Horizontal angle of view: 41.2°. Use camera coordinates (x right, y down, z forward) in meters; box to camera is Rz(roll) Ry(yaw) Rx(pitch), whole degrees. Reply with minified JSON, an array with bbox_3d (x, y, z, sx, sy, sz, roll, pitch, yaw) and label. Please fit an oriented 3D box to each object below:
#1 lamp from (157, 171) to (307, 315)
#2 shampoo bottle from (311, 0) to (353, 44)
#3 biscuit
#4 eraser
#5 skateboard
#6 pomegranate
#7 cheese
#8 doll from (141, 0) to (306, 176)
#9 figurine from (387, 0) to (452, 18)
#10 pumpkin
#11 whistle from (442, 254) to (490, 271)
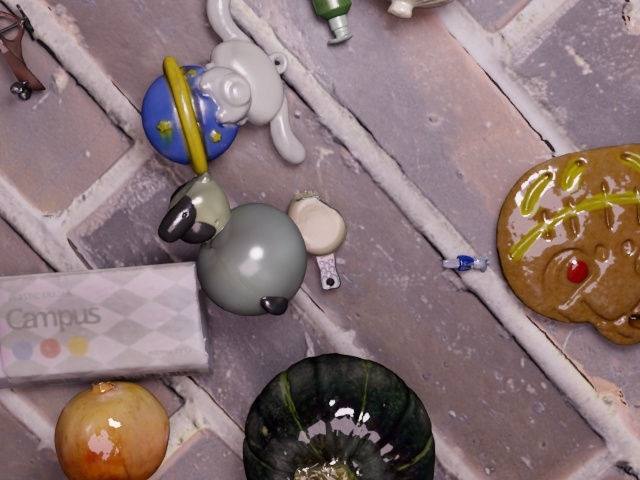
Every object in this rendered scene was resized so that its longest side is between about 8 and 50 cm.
[{"bbox_3d":[-0.133,0.009,1.339,0.244,0.198,0.198,40,97,-16],"label":"lamp"},{"bbox_3d":[0.004,-0.415,1.354,0.065,0.065,0.204,-19,100,2],"label":"shampoo bottle"},{"bbox_3d":[0.498,0.012,1.431,0.394,0.070,0.350,-14,100,1],"label":"biscuit"},{"bbox_3d":[-0.387,0.147,1.425,0.397,0.082,0.213,-5,99,-1],"label":"eraser"},{"bbox_3d":[-0.485,-0.306,1.362,0.080,0.067,0.151,-30,95,-6],"label":"skateboard"},{"bbox_3d":[-0.345,0.322,1.412,0.191,0.191,0.191,0,100,-1],"label":"pomegranate"},{"bbox_3d":[0.006,-0.004,1.427,0.092,0.047,0.171,-31,98,6],"label":"cheese"},{"bbox_3d":[-0.168,-0.248,1.326,0.242,0.159,0.311,-11,98,1],"label":"doll"},{"bbox_3d":[0.191,-0.492,1.281,0.332,0.185,0.204,-45,111,-13],"label":"figurine"},{"bbox_3d":[0.030,0.346,1.389,0.323,0.241,0.323,-1,98,-4],"label":"pumpkin"},{"bbox_3d":[0.248,0.040,1.452,0.083,0.029,0.033,0,115,-9],"label":"whistle"}]
